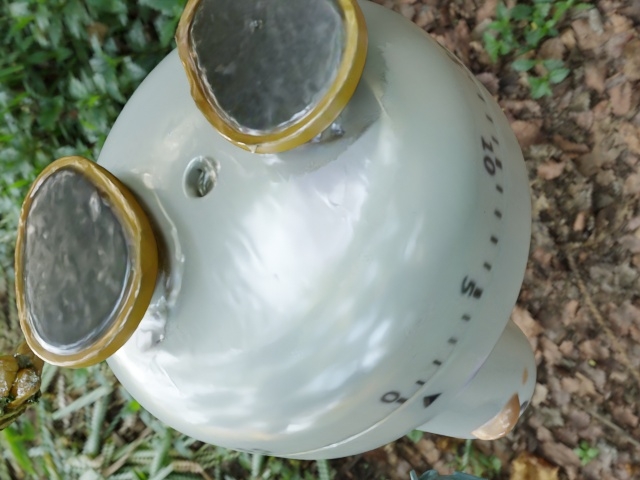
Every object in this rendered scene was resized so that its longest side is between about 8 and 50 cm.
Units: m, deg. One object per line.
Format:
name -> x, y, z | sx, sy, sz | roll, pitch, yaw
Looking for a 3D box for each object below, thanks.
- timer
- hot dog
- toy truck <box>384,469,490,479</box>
timer -> 0.000, 0.000, 0.474 | 0.233, 0.240, 0.233 | -13, 67, 31
hot dog -> -0.394, 0.194, 1.086 | 0.072, 0.109, 0.269 | 54, 135, 1
toy truck -> 0.177, 0.274, 0.762 | 0.338, 0.184, 0.133 | -4, 101, 45
